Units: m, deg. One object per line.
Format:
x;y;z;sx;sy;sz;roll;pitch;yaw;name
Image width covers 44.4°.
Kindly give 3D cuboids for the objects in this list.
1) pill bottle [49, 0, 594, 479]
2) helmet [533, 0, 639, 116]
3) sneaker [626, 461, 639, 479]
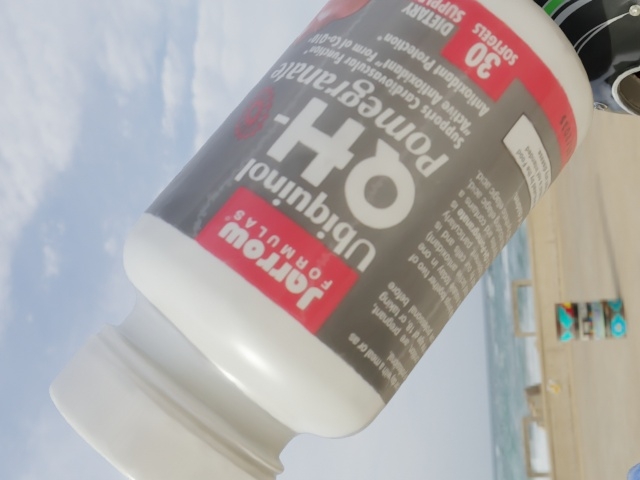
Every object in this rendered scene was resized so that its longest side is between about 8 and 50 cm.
0.000;0.000;0.459;0.318;0.176;0.176;-51;-24;-11;pill bottle
0.195;-0.167;0.495;0.161;0.169;0.169;136;139;-62;helmet
0.181;0.185;0.412;0.232;0.081;0.090;98;-174;-54;sneaker
